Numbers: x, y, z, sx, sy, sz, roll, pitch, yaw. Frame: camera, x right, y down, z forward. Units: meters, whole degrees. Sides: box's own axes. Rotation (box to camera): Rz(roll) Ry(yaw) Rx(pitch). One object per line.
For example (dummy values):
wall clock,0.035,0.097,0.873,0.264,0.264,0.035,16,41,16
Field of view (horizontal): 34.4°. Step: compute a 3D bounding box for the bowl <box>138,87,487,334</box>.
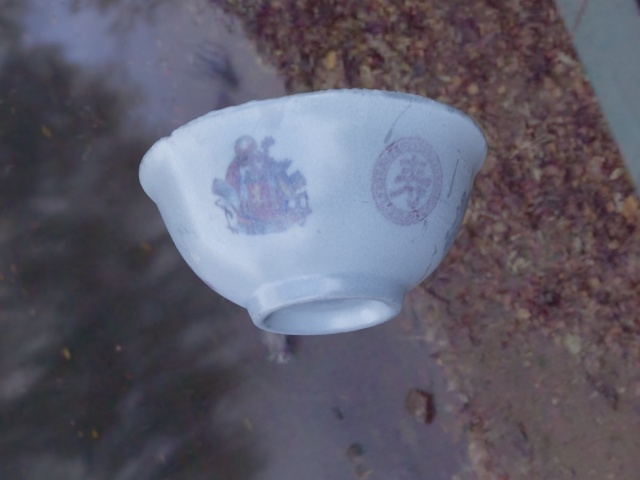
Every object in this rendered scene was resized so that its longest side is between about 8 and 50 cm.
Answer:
bowl,0.000,0.000,1.254,0.435,0.435,0.196,-26,62,46
